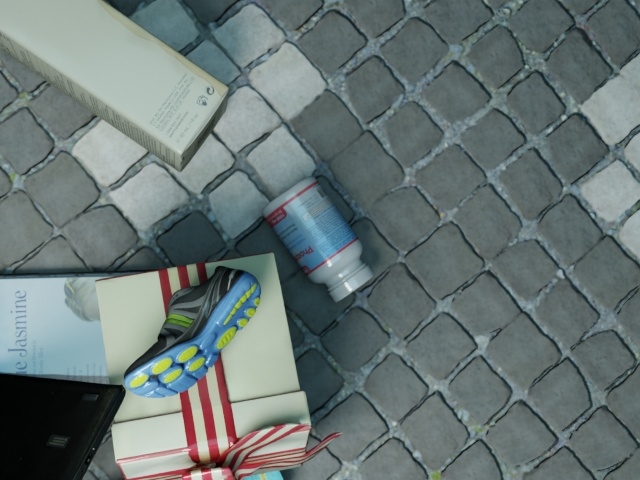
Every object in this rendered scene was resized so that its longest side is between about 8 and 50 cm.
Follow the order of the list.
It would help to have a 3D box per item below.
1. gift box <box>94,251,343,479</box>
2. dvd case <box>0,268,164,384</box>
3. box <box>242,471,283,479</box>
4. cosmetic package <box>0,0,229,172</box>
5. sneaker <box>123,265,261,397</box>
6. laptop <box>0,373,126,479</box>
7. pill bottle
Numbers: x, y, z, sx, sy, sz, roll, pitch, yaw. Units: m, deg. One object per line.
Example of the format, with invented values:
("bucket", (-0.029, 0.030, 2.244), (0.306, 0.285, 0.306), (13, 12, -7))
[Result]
("gift box", (-0.122, 0.176, 1.457), (0.276, 0.255, 0.258), (-10, 70, -2))
("dvd case", (-0.313, 0.131, 1.601), (0.253, 0.022, 0.180), (-2, 85, -6))
("box", (-0.174, 0.335, 1.579), (0.244, 0.060, 0.100), (-24, 88, -8))
("cosmetic package", (-0.277, -0.228, 1.569), (0.309, 0.160, 0.113), (36, 81, -3))
("sneaker", (-0.147, 0.101, 1.338), (0.078, 0.067, 0.188), (27, 64, 37))
("laptop", (-0.349, 0.393, 1.426), (0.236, 0.382, 0.408), (41, 62, -32))
("pill bottle", (0.000, 0.000, 1.614), (0.087, 0.087, 0.160), (-36, 89, -8))
